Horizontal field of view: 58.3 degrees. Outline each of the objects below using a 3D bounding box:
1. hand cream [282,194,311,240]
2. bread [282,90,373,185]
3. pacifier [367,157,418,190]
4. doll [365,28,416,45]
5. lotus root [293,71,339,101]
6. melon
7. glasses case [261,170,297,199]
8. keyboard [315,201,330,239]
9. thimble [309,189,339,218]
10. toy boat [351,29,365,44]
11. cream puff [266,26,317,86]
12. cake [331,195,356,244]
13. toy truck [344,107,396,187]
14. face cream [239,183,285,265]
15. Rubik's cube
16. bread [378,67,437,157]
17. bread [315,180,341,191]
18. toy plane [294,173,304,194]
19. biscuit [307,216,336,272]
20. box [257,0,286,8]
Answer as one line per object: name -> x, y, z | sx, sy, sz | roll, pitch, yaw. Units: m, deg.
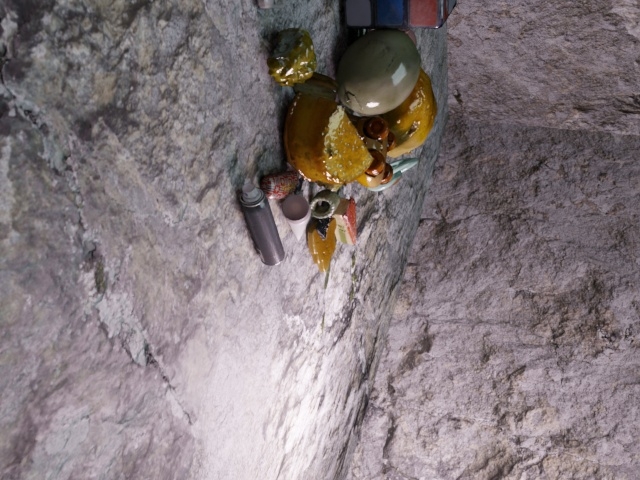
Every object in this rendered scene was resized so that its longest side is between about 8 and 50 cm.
hand cream -> -0.066, -0.075, 1.803 | 0.248, 0.083, 0.133 | 55, 48, -82
bread -> 0.010, -0.268, 1.707 | 0.179, 0.194, 0.340 | -60, 144, -14
pacifier -> 0.244, -0.342, 2.347 | 0.269, 0.288, 0.343 | 70, 20, -5
doll -> 0.257, -0.757, 2.251 | 0.268, 0.216, 0.284 | 127, -27, -72
lotus root -> -0.009, -0.460, 1.721 | 0.159, 0.135, 0.095 | 74, 28, -77
melon -> 0.194, -0.577, 1.975 | 0.330, 0.268, 0.268 | -45, 149, -16
glasses case -> -0.112, -0.159, 1.659 | 0.194, 0.049, 0.073 | -31, 129, -66
keyboard -> 0.016, -0.089, 2.034 | 0.060, 0.018, 0.195 | 52, 35, -35
thimble -> 0.010, -0.123, 1.960 | 0.084, 0.110, 0.062 | 45, 41, -10
toy boat -> 0.141, -0.704, 2.104 | 0.104, 0.052, 0.210 | -51, 145, -59
cream puff -> -0.069, -0.478, 1.516 | 0.156, 0.121, 0.156 | 6, 90, -76
cake -> 0.099, -0.088, 2.238 | 0.220, 0.086, 0.116 | 66, 41, -57
toy truck -> 0.162, -0.340, 2.110 | 0.204, 0.212, 0.288 | 26, 72, -70
face cream -> -0.158, -0.043, 1.550 | 0.283, 0.073, 0.073 | 77, 30, -49
Rubik's cube -> 0.274, -0.928, 1.917 | 0.359, 0.363, 0.362 | -62, 155, -47
bread -> 0.366, -0.572, 2.476 | 0.394, 0.250, 0.361 | 33, 68, -74
bread -> 0.037, -0.273, 1.947 | 0.138, 0.102, 0.196 | -29, 129, -64
toy plane -> -0.069, -0.172, 1.804 | 0.078, 0.031, 0.083 | 78, 28, -47
biscuit -> 0.000, 0.000, 2.071 | 0.239, 0.041, 0.212 | 35, 65, -63
box -> -0.116, -0.713, 1.384 | 0.142, 0.044, 0.285 | -47, 142, -61
